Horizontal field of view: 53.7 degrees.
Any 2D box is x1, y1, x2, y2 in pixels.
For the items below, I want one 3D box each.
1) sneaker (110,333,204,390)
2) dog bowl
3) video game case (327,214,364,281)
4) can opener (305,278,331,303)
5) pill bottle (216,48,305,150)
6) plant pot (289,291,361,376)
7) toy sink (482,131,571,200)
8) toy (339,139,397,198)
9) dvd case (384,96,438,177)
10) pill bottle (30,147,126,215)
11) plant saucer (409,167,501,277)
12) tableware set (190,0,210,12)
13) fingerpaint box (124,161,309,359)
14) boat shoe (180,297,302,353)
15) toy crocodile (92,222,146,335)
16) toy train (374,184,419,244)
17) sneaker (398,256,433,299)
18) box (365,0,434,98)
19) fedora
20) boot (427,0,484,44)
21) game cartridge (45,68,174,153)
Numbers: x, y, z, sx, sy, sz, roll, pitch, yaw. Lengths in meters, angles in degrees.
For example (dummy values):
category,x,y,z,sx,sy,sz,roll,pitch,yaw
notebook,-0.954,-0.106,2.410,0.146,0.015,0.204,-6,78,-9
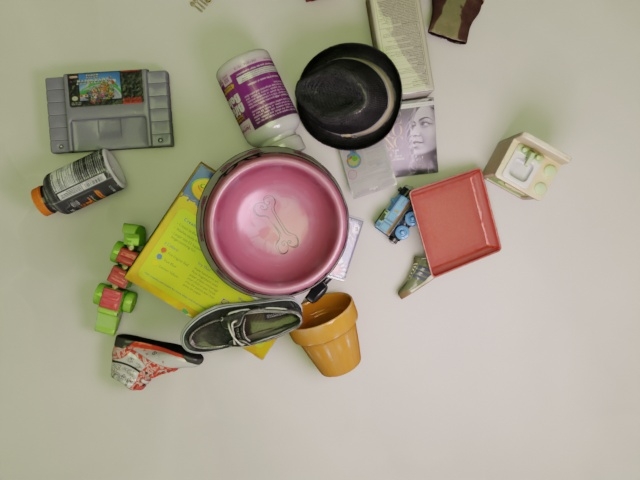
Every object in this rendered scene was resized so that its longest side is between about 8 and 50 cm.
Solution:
category,x,y,z,sx,sy,sz,roll,pitch,yaw
sneaker,-0.484,0.374,1.860,0.270,0.090,0.145,12,93,3
dog bowl,-0.115,-0.041,1.610,0.408,0.150,0.407,-1,94,-8
video game case,0.000,0.000,1.722,0.201,0.023,0.183,17,92,-14
can opener,0.020,0.106,1.872,0.073,0.059,0.186,39,81,25
pill bottle,-0.161,-0.371,1.794,0.169,0.169,0.301,-26,91,1
plant pot,0.028,0.280,1.816,0.205,0.205,0.188,-22,107,0
toy sink,0.569,-0.199,1.773,0.153,0.234,0.131,28,91,-2
toy,0.132,-0.253,1.851,0.137,0.056,0.237,-18,86,19
dvd case,0.256,-0.298,1.849,0.165,0.018,0.221,-7,106,0
pill bottle,-0.699,-0.158,1.817,0.246,0.130,0.130,-25,92,1
plant saucer,0.383,-0.053,1.826,0.259,0.048,0.258,-19,98,-22
tableware set,-0.375,-0.753,1.851,0.154,0.024,0.104,40,91,-1
fingerpaint box,-0.251,0.054,1.777,0.445,0.163,0.371,33,92,-14
boat shoe,-0.208,0.221,1.666,0.335,0.119,0.121,-18,103,-7
toy crocodile,-0.581,0.113,1.840,0.115,0.105,0.340,21,92,-1
toy train,0.242,-0.080,1.854,0.105,0.080,0.184,35,92,4
sneaker,0.296,0.088,1.871,0.192,0.064,0.086,-34,84,1
box,0.225,-0.561,1.813,0.148,0.121,0.311,-8,92,0
fedora,0.052,-0.401,1.743,0.334,0.152,0.334,3,98,27
boot,0.347,-0.702,1.824,0.248,0.090,0.206,21,90,-5
game cartridge,-0.615,-0.378,1.847,0.355,0.068,0.230,-4,96,0
